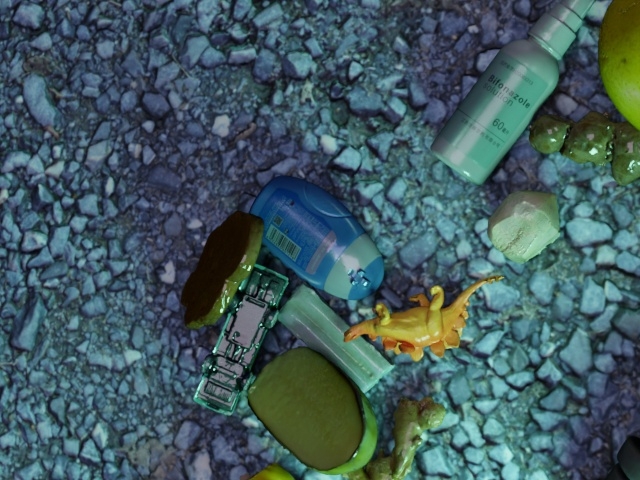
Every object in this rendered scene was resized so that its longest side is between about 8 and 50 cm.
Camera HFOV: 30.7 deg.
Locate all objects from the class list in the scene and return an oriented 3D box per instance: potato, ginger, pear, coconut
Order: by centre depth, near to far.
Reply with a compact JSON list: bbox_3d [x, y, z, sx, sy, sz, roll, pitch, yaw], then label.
[{"bbox_3d":[0.568,-0.259,1.737,0.285,0.285,0.336,-22,107,18],"label":"pear"},{"bbox_3d":[0.432,-0.157,1.863,0.204,0.080,0.104,20,105,19],"label":"ginger"},{"bbox_3d":[0.335,-0.027,1.874,0.124,0.110,0.110,-47,71,18],"label":"coconut"},{"bbox_3d":[0.123,0.350,1.947,0.193,0.052,0.176,-7,77,33],"label":"ginger"},{"bbox_3d":[0.008,0.293,1.953,0.160,0.111,0.272,-54,45,-2],"label":"potato"}]

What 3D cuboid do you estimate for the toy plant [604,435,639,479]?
[{"bbox_3d":[0.537,0.331,1.717,0.185,0.279,0.400,31,106,-18],"label":"toy plant"}]

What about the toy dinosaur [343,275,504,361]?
[{"bbox_3d":[0.177,0.141,1.936,0.288,0.070,0.117,-16,80,10],"label":"toy dinosaur"}]

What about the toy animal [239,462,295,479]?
[{"bbox_3d":[-0.123,0.487,1.977,0.156,0.156,0.230,43,102,19],"label":"toy animal"}]

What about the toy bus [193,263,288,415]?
[{"bbox_3d":[-0.136,0.169,2.029,0.091,0.109,0.261,24,92,1],"label":"toy bus"}]

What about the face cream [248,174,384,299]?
[{"bbox_3d":[0.000,0.000,2.009,0.264,0.083,0.149,40,107,20],"label":"face cream"}]

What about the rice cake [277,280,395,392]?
[{"bbox_3d":[0.024,0.169,2.008,0.226,0.040,0.085,41,98,20],"label":"rice cake"}]

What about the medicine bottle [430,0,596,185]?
[{"bbox_3d":[0.322,-0.258,1.898,0.110,0.110,0.352,39,99,20],"label":"medicine bottle"}]

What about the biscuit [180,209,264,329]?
[{"bbox_3d":[-0.170,0.055,2.017,0.290,0.041,0.208,-37,35,54],"label":"biscuit"}]
